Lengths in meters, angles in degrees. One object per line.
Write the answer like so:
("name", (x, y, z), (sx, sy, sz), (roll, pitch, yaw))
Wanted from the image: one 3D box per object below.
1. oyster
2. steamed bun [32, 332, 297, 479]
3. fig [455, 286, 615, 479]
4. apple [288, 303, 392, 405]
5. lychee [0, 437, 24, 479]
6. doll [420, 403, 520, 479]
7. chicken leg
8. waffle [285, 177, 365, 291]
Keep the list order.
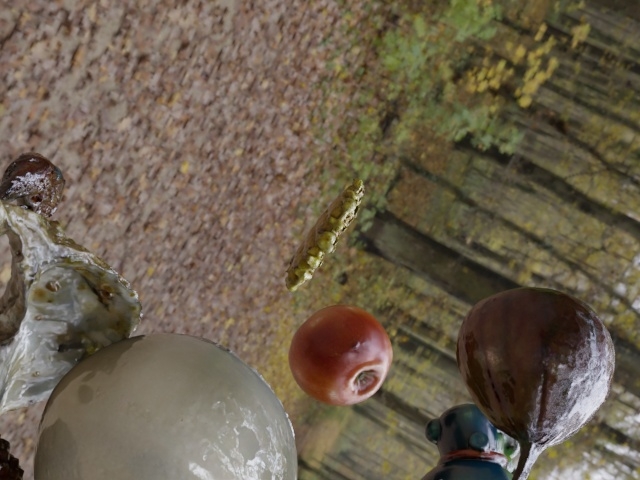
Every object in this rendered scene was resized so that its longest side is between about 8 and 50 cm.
("oyster", (-0.343, 0.096, 1.014), (0.204, 0.111, 0.396), (-8, 137, -36))
("steamed bun", (-0.185, 0.273, 0.904), (0.206, 0.324, 0.324), (-52, 167, -56))
("fig", (0.207, 0.126, 0.737), (0.202, 0.148, 0.149), (-91, 176, -58))
("apple", (0.034, 0.184, 1.237), (0.163, 0.139, 0.163), (-32, 144, -26))
("lychee", (-0.463, 0.289, 0.847), (0.271, 0.236, 0.236), (-3, 126, -45))
("doll", (0.222, 0.384, 1.140), (0.198, 0.186, 0.322), (93, 5, -49))
("chicken leg", (-0.396, -0.066, 1.034), (0.106, 0.051, 0.253), (-63, 180, 4))
("waffle", (-0.002, -0.001, 1.618), (0.291, 0.051, 0.291), (-53, -174, 8))
